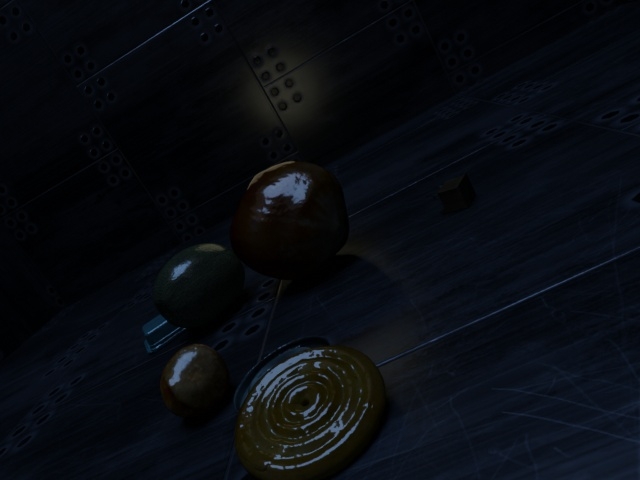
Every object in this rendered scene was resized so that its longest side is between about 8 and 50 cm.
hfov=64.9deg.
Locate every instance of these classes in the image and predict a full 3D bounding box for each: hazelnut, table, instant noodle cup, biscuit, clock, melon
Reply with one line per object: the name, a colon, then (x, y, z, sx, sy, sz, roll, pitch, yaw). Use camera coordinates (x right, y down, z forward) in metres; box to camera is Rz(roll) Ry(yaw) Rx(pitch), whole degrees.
hazelnut: (-0.270, 0.298, 1.065, 0.150, 0.150, 0.150, -28, 16, 8)
table: (0.358, -0.124, 1.354, 0.082, 0.070, 0.083, -17, 21, 39)
instant noodle cup: (-0.511, 0.286, 1.666, 0.179, 0.070, 0.157, -34, 17, -18)
biscuit: (-0.024, 0.263, 0.798, 0.262, 0.037, 0.262, -20, 31, 12)
clock: (-0.064, 0.266, 0.957, 0.215, 0.041, 0.215, -28, 16, 9)
hazelnut: (-0.084, -0.055, 1.486, 0.366, 0.365, 0.366, -28, 16, 8)
melon: (-0.373, 0.133, 1.571, 0.238, 0.237, 0.302, -15, 19, 44)
